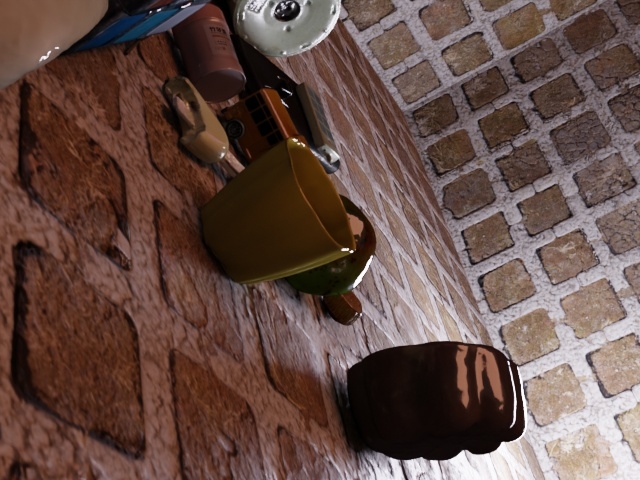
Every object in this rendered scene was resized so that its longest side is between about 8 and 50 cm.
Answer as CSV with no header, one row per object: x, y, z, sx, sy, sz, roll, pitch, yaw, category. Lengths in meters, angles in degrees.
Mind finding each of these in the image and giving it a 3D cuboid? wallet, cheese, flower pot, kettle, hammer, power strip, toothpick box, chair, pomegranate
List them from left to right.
-0.285,-0.310,1.450,0.019,0.035,0.110,54,26,-24,hammer
-0.198,-0.328,1.634,0.098,0.098,0.149,35,32,-61,toothpick box
-0.172,-0.155,1.509,0.235,0.049,0.127,50,17,-44,cheese
-0.166,-0.655,2.156,0.361,0.250,0.377,11,43,-35,kettle
-0.069,-0.028,1.376,0.195,0.179,0.195,54,18,-26,flower pot
-0.076,-0.305,1.896,0.086,0.042,0.037,19,49,-66,chair
-0.079,-0.291,2.057,0.406,0.062,0.228,25,40,-66,wallet
-0.005,-0.259,2.069,0.080,0.029,0.227,40,28,-56,power strip
0.000,0.000,1.611,0.181,0.181,0.224,58,0,-16,pomegranate

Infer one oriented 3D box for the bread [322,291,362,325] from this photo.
0.037,0.121,1.732,0.085,0.053,0.085,45,16,-17,bread

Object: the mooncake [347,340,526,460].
0.201,0.276,1.573,0.306,0.306,0.154,38,40,-58,mooncake

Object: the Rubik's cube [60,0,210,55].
-0.240,-0.487,1.243,0.362,0.359,0.363,60,23,-13,Rubik's cube

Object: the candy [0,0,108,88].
-0.378,-0.356,0.921,0.427,0.186,0.386,57,19,-6,candy

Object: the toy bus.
-0.086,-0.170,1.704,0.201,0.114,0.098,63,15,1,toy bus
